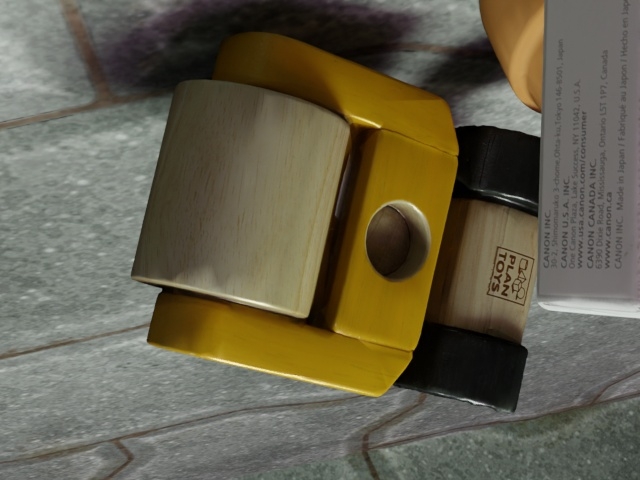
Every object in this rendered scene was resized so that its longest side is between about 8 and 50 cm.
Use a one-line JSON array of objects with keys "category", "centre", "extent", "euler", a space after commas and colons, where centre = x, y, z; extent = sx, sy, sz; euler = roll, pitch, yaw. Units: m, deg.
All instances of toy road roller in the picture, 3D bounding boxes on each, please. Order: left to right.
[{"category": "toy road roller", "centre": [0.000, 0.000, 0.822], "extent": [0.330, 0.202, 0.241], "euler": [17, 172, -33]}]

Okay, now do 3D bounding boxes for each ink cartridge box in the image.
[{"category": "ink cartridge box", "centre": [0.221, -0.108, 0.546], "extent": [0.261, 0.296, 0.066], "euler": [4, 177, -34]}]

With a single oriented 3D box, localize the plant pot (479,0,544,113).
[{"category": "plant pot", "centre": [0.268, -0.108, 0.716], "extent": [0.291, 0.203, 0.291], "euler": [-12, 160, -4]}]
